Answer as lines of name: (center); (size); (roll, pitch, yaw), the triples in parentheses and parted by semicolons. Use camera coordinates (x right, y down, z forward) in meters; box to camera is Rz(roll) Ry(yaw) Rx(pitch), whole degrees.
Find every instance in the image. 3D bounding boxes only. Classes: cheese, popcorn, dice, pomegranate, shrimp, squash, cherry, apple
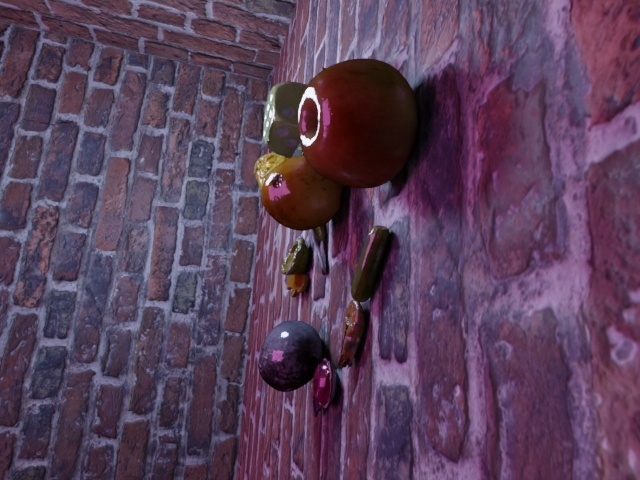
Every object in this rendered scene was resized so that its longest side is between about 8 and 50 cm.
cheese: (0.007, 0.488, 1.417); (0.155, 0.062, 0.244); (-100, 20, -50)
popcorn: (-0.261, -0.377, 2.471); (0.332, 0.225, 0.265); (-9, 69, 61)
dice: (-0.118, -0.540, 1.951); (0.252, 0.249, 0.255); (126, 147, -61)
pomegranate: (-0.065, -0.170, 1.532); (0.307, 0.306, 0.308); (-173, 90, -74)
shrimp: (0.088, 0.272, 1.248); (0.115, 0.051, 0.217); (-117, 36, -74)
squash: (0.131, 0.067, 1.157); (0.066, 0.066, 0.229); (-116, 37, -62)
cherry: (-0.104, 0.413, 1.556); (0.296, 0.218, 0.255); (-34, 22, 56)
apple: (0.085, -0.288, 1.080); (0.319, 0.276, 0.320); (-174, 90, -73)

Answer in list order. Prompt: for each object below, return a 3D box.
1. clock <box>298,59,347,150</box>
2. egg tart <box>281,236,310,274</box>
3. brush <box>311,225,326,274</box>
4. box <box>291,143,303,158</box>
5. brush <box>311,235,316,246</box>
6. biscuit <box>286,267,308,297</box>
clock: (0.050, -0.435, 1.457); (0.235, 0.165, 0.310); (-136, 58, -71)
egg tart: (-0.105, 0.077, 1.914); (0.197, 0.078, 0.197); (-54, 21, 31)
brush: (0.000, 0.000, 1.682); (0.068, 0.060, 0.297); (73, -179, -59)
box: (-0.040, -0.317, 1.791); (0.243, 0.134, 0.164); (146, 130, -70)
brush: (0.004, -0.112, 1.773); (0.103, 0.013, 0.273); (-125, 45, -66)
biscuit: (-0.097, 0.180, 1.949); (0.158, 0.035, 0.240); (-71, 20, 2)
